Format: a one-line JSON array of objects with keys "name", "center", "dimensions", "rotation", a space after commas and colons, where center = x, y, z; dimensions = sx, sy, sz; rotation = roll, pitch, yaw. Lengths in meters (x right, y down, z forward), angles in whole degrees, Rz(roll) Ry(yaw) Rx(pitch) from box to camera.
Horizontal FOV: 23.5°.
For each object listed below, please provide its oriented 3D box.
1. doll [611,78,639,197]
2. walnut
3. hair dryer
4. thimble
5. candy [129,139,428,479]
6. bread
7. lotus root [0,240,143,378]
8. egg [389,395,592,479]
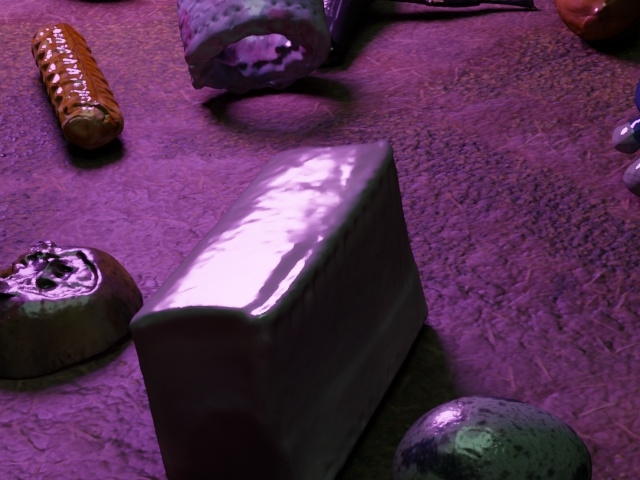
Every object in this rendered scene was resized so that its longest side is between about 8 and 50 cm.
[{"name": "doll", "center": [0.456, -0.152, 1.801], "dimensions": [0.228, 0.154, 0.258], "rotation": [-3, 22, 14]}, {"name": "walnut", "center": [0.397, -0.356, 2.182], "dimensions": [0.137, 0.137, 0.245], "rotation": [-1, 29, 9]}, {"name": "hair dryer", "center": [0.144, -0.353, 2.281], "dimensions": [0.360, 0.120, 0.303], "rotation": [5, 38, 2]}, {"name": "thimble", "center": [-0.099, -0.297, 2.088], "dimensions": [0.211, 0.185, 0.149], "rotation": [-20, 67, 24]}, {"name": "candy", "center": [-0.024, 0.068, 1.422], "dimensions": [0.145, 0.208, 0.358], "rotation": [0, 30, 24]}, {"name": "bread", "center": [-0.339, -0.218, 2.128], "dimensions": [0.084, 0.077, 0.367], "rotation": [-14, 29, -12]}, {"name": "lotus root", "center": [-0.288, 0.059, 1.620], "dimensions": [0.204, 0.078, 0.183], "rotation": [-20, 31, -20]}, {"name": "egg", "center": [0.139, 0.190, 1.239], "dimensions": [0.172, 0.132, 0.132], "rotation": [-5, 27, -20]}]
